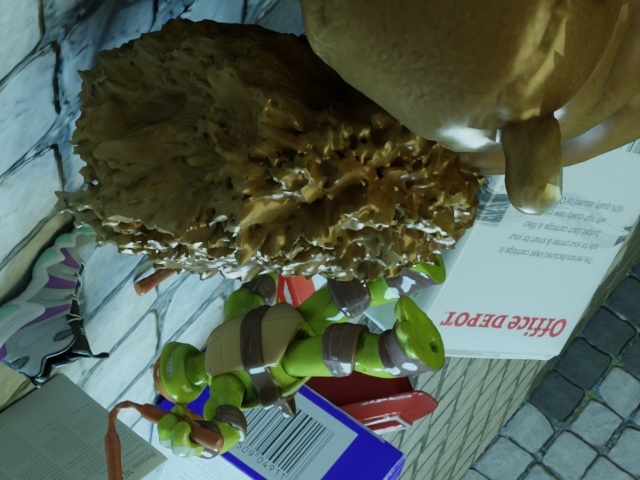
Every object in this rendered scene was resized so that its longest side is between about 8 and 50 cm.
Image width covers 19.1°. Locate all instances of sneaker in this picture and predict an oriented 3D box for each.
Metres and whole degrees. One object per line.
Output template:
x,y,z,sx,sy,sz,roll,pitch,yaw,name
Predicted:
-0.148,0.044,1.135,0.098,0.069,0.038,-52,166,-8,sneaker

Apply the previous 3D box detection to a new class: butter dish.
0.017,0.122,1.751,0.159,0.118,0.160,-15,168,8,butter dish

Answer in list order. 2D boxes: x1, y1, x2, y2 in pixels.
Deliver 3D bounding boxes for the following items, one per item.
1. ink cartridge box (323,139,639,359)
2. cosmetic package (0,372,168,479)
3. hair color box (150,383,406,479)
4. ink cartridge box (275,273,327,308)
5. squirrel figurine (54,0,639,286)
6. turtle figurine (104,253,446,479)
0.140,-0.062,1.316,0.198,0.115,0.273,7,117,-50,ink cartridge box
-0.208,0.179,1.196,0.239,0.099,0.060,-34,155,-51,cosmetic package
-0.053,0.243,1.645,0.110,0.185,0.339,-46,164,-33,hair color box
0.000,0.000,1.386,0.145,0.045,0.179,75,17,-71,ink cartridge box
0.058,-0.097,0.983,0.397,0.281,0.370,-46,-176,20,squirrel figurine
-0.028,0.076,1.217,0.217,0.087,0.269,-18,-150,23,turtle figurine
